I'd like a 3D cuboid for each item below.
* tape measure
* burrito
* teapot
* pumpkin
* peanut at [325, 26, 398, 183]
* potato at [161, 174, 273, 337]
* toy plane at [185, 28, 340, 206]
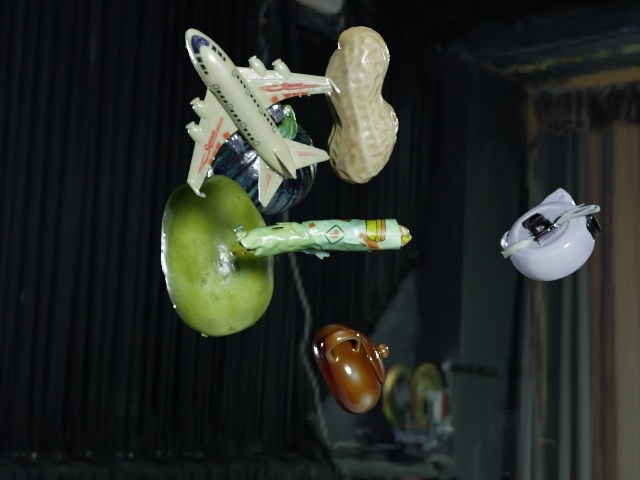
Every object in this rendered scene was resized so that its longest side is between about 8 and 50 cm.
[{"bbox_3d":[0.471,-0.010,2.237,0.105,0.196,0.178,54,-6,-34],"label":"tape measure"},{"bbox_3d":[0.000,0.000,1.789,0.288,0.054,0.104,-2,-15,-14],"label":"burrito"},{"bbox_3d":[0.062,0.221,2.045,0.135,0.178,0.252,-29,-30,-4],"label":"teapot"},{"bbox_3d":[-0.111,-0.183,2.245,0.248,0.248,0.248,3,-8,0],"label":"pumpkin"},{"bbox_3d":[0.076,-0.249,2.037,0.136,0.298,0.120,-12,26,-16],"label":"peanut"},{"bbox_3d":[-0.200,0.031,2.106,0.216,0.304,0.216,-15,-11,-3],"label":"potato"},{"bbox_3d":[-0.104,-0.178,1.486,0.242,0.256,0.104,-36,12,-1],"label":"toy plane"}]
